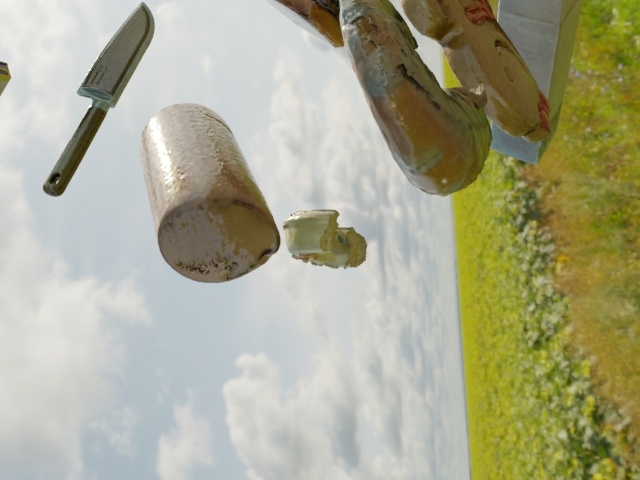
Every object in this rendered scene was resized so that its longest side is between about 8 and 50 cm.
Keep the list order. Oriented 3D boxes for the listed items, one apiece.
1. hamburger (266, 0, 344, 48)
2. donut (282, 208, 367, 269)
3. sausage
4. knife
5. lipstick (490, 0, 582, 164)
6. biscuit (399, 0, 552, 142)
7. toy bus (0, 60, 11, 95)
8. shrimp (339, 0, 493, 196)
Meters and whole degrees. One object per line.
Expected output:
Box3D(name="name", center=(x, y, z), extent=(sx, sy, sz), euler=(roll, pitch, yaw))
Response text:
Box3D(name="hamburger", center=(-0.010, -0.306, 0.841), extent=(0.087, 0.166, 0.137), euler=(-54, -26, 8))
Box3D(name="donut", center=(-0.003, 0.001, 1.044), extent=(0.166, 0.108, 0.065), euler=(33, -120, -64))
Box3D(name="sausage", center=(-0.131, -0.055, 0.774), extent=(0.253, 0.123, 0.123), euler=(-121, 17, -55))
Box3D(name="knife", center=(-0.311, -0.211, 0.978), extent=(0.027, 0.061, 0.343), euler=(90, -161, -64))
Box3D(name="lipstick", center=(0.258, -0.240, 0.830), extent=(0.080, 0.076, 0.372), euler=(-55, -25, -22))
Box3D(name="biscuit", center=(0.126, -0.179, 0.581), extent=(0.226, 0.036, 0.166), euler=(58, -147, 2))
Box3D(name="toy bus", center=(-0.697, -0.328, 1.468), extent=(0.052, 0.102, 0.058), euler=(8, -135, -50))
Box3D(name="shrimp", center=(0.060, -0.090, 0.394), extent=(0.187, 0.051, 0.133), euler=(-10, -98, -69))
